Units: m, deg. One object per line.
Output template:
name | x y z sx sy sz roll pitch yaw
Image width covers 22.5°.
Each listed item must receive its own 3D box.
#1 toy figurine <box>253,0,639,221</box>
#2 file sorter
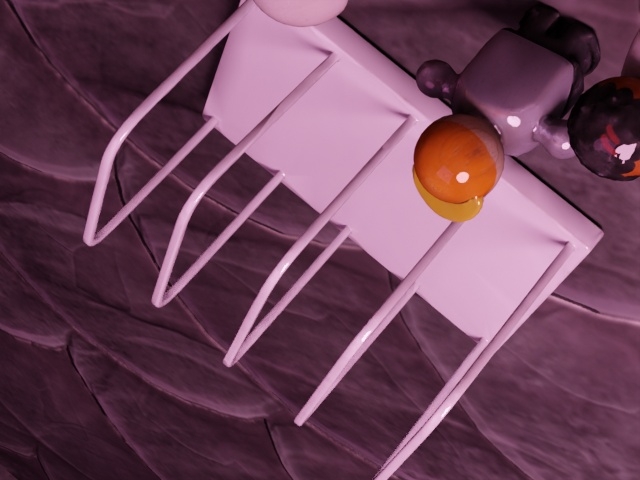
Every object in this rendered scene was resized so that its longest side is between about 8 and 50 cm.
toy figurine | 0.089 -0.119 0.795 0.213 0.148 0.209 -5 127 55
file sorter | 0.000 0.000 1.063 0.278 0.173 0.193 40 152 6
